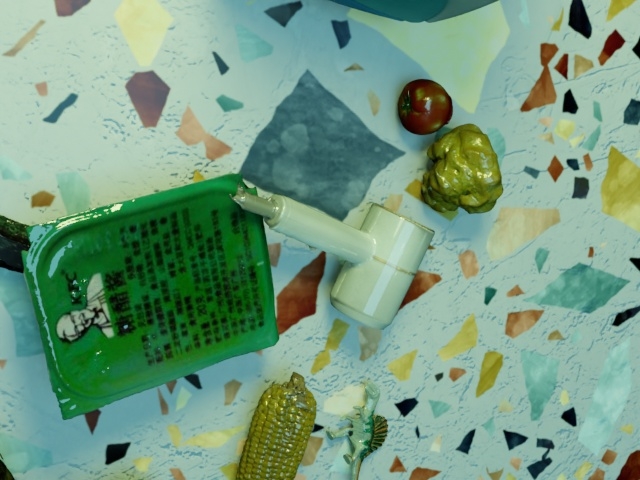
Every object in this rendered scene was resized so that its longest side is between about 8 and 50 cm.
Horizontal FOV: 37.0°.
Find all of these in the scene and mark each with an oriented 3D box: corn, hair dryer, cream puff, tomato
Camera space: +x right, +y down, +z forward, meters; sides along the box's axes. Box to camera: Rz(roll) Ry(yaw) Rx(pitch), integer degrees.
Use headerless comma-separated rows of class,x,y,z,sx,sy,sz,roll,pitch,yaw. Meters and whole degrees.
corn,-0.072,0.324,1.460,0.097,0.097,0.262,13,100,-25
hair dryer,0.000,0.000,1.374,0.357,0.107,0.173,24,92,-38
cream puff,0.207,-0.103,1.458,0.116,0.146,0.146,-20,110,1
tomato,0.158,-0.200,1.435,0.075,0.087,0.087,-3,104,-25

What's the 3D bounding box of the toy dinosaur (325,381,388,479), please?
toy dinosaur,0.072,0.324,1.552,0.106,0.044,0.187,-31,112,-30

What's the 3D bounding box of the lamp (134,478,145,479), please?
lamp,-0.329,0.455,1.339,0.284,0.209,0.147,-32,69,-22

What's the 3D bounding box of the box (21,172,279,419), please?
box,-0.234,0.059,1.306,0.336,0.106,0.264,-16,108,-27

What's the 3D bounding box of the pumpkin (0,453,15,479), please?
pumpkin,-0.542,0.382,1.221,0.320,0.192,0.321,-3,101,-15

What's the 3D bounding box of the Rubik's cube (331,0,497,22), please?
Rubik's cube,0.098,-0.490,1.168,0.347,0.351,0.352,12,88,-26

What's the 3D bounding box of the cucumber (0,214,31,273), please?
cucumber,-0.450,-0.006,1.253,0.220,0.046,0.070,24,101,-26
